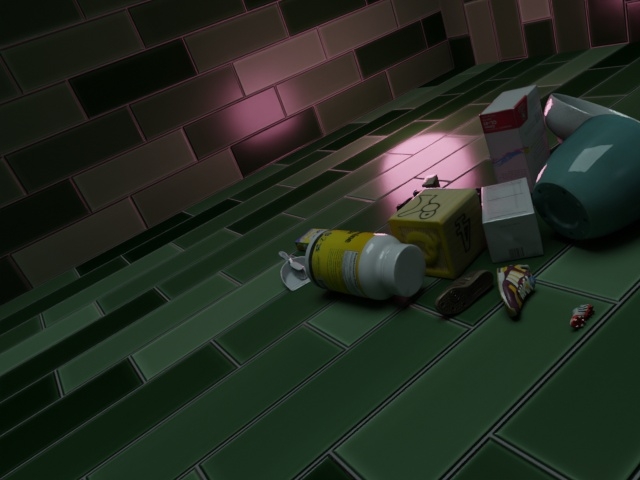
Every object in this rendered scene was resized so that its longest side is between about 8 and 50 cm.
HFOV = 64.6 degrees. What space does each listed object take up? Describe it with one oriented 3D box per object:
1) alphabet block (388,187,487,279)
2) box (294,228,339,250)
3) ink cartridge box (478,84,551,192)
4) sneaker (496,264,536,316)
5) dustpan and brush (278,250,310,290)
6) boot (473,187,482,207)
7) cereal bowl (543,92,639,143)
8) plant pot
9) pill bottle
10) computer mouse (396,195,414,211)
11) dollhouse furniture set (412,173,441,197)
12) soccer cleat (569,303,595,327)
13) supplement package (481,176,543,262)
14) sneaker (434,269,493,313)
[{"bbox_3d":[0.346,-0.026,1.476,0.197,0.193,0.192,-37,26,-32],"label":"alphabet block"},{"bbox_3d":[0.000,0.000,1.901,0.179,0.043,0.105,6,36,44],"label":"box"},{"bbox_3d":[0.676,-0.341,1.733,0.131,0.306,0.226,1,31,42],"label":"ink cartridge box"},{"bbox_3d":[0.477,0.111,1.222,0.084,0.070,0.185,-18,24,22],"label":"sneaker"},{"bbox_3d":[-0.093,0.087,1.765,0.147,0.060,0.211,-30,25,-18],"label":"dustpan and brush"},{"bbox_3d":[0.534,-0.146,1.762,0.121,0.045,0.099,-15,25,-3],"label":"boot"},{"bbox_3d":[0.921,-0.379,1.732,0.339,0.141,0.339,14,28,-8],"label":"cereal bowl"},{"bbox_3d":[0.709,-0.140,1.325,0.235,0.293,0.293,-36,26,-10],"label":"plant pot"},{"bbox_3d":[0.126,0.068,1.462,0.334,0.188,0.188,6,36,47],"label":"pill bottle"},{"bbox_3d":[0.380,-0.134,1.875,0.106,0.042,0.193,-30,19,-31],"label":"computer mouse"},{"bbox_3d":[0.349,-0.125,1.695,0.129,0.184,0.129,-8,26,28],"label":"dollhouse furniture set"},{"bbox_3d":[0.559,0.163,1.096,0.083,0.029,0.035,-30,16,-28],"label":"soccer cleat"},{"bbox_3d":[0.547,-0.063,1.456,0.139,0.134,0.244,-12,25,23],"label":"supplement package"},{"bbox_3d":[0.359,0.134,1.303,0.188,0.066,0.071,-25,6,-21],"label":"sneaker"}]
